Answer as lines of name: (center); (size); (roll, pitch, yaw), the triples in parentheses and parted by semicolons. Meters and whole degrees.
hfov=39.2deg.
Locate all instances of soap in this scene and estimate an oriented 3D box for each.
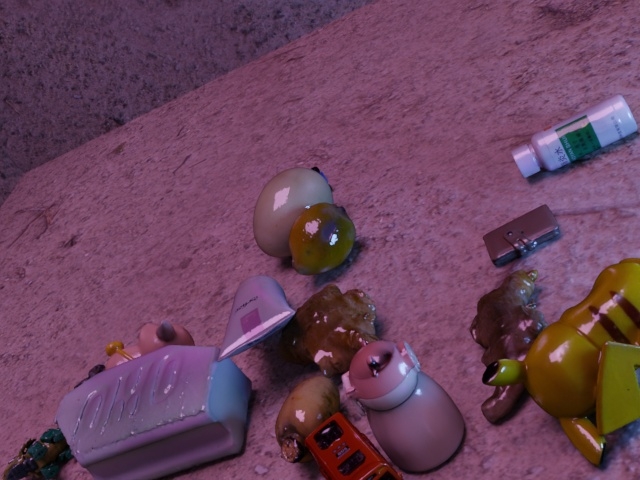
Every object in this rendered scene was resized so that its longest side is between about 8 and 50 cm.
soap: (-0.370, 0.378, 1.938); (0.446, 0.156, 0.261); (-23, 35, 22)

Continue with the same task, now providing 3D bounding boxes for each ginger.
ginger: (0.048, 0.192, 1.833); (0.270, 0.123, 0.219); (13, 60, 42)
ginger: (0.344, 0.164, 1.603); (0.166, 0.080, 0.333); (-34, 23, 26)

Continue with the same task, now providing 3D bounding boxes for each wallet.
wallet: (0.410, -0.013, 1.843); (0.153, 0.038, 0.118); (-27, 28, 11)

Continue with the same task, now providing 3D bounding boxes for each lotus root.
lotus root: (-0.026, 0.342, 1.675); (0.118, 0.125, 0.221); (-3, 32, 25)

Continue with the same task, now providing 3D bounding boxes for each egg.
egg: (-0.072, -0.069, 2.275); (0.189, 0.188, 0.253); (4, 58, 49)

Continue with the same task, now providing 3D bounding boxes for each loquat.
loquat: (0.000, 0.000, 2.133); (0.152, 0.152, 0.195); (16, 70, 55)

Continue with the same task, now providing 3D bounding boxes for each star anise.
star anise: (-0.562, 0.370, 2.245); (0.181, 0.061, 0.204); (-21, 26, 17)

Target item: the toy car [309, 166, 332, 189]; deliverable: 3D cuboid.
toy car: (-0.048, -0.120, 2.437); (0.170, 0.080, 0.070); (-49, 30, -23)

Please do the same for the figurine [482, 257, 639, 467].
figurine: (0.437, 0.182, 1.403); (0.327, 0.218, 0.169); (-43, -12, -1)

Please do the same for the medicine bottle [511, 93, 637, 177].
medicine bottle: (0.548, -0.222, 1.955); (0.260, 0.095, 0.095); (-25, 30, 17)

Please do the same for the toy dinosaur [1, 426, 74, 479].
toy dinosaur: (-0.630, 0.485, 2.136); (0.259, 0.094, 0.153); (-39, 19, -36)

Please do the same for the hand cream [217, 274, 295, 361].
hand cream: (-0.138, 0.164, 1.957); (0.185, 0.118, 0.358); (-31, 9, 2)

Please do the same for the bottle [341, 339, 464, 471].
bottle: (0.131, 0.264, 1.511); (0.148, 0.236, 0.147); (-25, 30, 16)

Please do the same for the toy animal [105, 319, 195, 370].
toy animal: (-0.412, 0.290, 2.126); (0.248, 0.165, 0.149); (-36, 33, 11)

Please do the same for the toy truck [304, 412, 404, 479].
toy truck: (0.070, 0.397, 1.501); (0.107, 0.114, 0.253); (-38, 28, -8)
